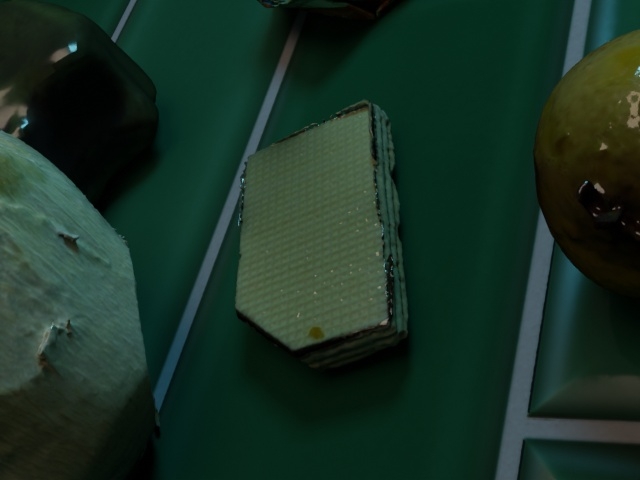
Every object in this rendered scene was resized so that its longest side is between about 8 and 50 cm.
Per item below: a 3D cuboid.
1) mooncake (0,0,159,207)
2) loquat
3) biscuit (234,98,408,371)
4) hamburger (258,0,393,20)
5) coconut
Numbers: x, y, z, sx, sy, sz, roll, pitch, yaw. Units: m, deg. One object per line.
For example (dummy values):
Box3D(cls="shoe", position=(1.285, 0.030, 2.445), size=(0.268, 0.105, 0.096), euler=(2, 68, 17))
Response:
Box3D(cls="mooncake", position=(-0.358, -0.102, 1.008), size=(0.351, 0.187, 0.351), euler=(-17, 52, 23))
Box3D(cls="loquat", position=(0.213, -0.048, 0.560), size=(0.149, 0.172, 0.204), euler=(-16, 18, 26))
Box3D(cls="biscuit", position=(0.000, 0.000, 0.760), size=(0.150, 0.052, 0.252), euler=(-24, 44, 24))
Box3D(cls="hamburger", position=(0.014, -0.371, 0.978), size=(0.260, 0.150, 0.276), euler=(-35, 42, 5))
Box3D(cls="coconut", position=(-0.311, 0.072, 0.704), size=(0.346, 0.360, 0.346), euler=(-22, 46, 24))
